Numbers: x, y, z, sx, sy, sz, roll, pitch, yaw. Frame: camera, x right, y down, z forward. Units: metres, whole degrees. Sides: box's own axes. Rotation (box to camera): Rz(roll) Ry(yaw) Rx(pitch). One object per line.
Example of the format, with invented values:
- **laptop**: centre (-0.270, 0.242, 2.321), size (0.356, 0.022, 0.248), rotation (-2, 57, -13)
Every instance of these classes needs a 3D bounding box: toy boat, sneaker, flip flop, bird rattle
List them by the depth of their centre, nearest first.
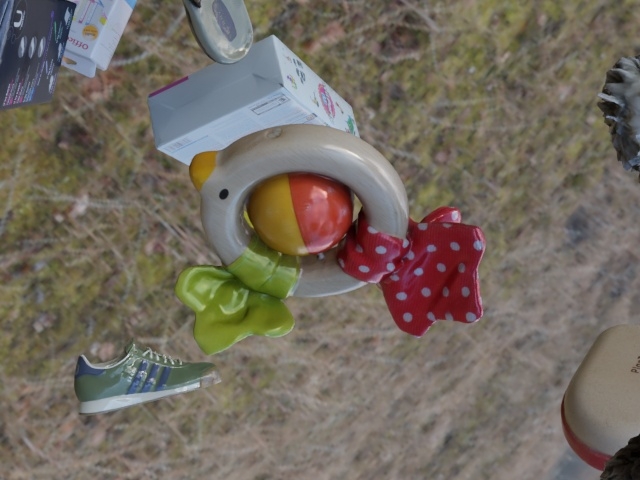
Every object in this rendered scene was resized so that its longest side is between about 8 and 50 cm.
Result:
- **bird rattle**: centre (0.000, 0.000, 0.789), size (0.143, 0.253, 0.207), rotation (-75, 153, -42)
- **toy boat**: centre (0.389, 0.216, 1.232), size (0.231, 0.151, 0.151), rotation (-39, 131, -48)
- **flip flop**: centre (-0.147, -0.338, 1.268), size (0.112, 0.080, 0.277), rotation (-47, 136, -21)
- **sneaker**: centre (-0.228, 0.167, 1.298), size (0.192, 0.086, 0.064), rotation (-11, 177, -19)

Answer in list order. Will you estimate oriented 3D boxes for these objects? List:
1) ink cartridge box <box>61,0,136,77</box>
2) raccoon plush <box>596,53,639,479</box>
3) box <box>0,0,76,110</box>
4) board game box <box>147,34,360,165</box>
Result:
- **ink cartridge box**: centre (-0.328, -0.309, 1.383), size (0.090, 0.092, 0.143), rotation (74, 39, -88)
- **raccoon plush**: centre (0.241, 0.050, 0.690), size (0.446, 0.299, 0.216), rotation (-53, -179, 27)
- **box**: centre (-0.418, -0.248, 1.191), size (0.270, 0.165, 0.143), rotation (-89, -164, -79)
- **board game box**: centre (-0.094, -0.182, 1.567), size (0.224, 0.097, 0.303), rotation (-21, 159, 18)
